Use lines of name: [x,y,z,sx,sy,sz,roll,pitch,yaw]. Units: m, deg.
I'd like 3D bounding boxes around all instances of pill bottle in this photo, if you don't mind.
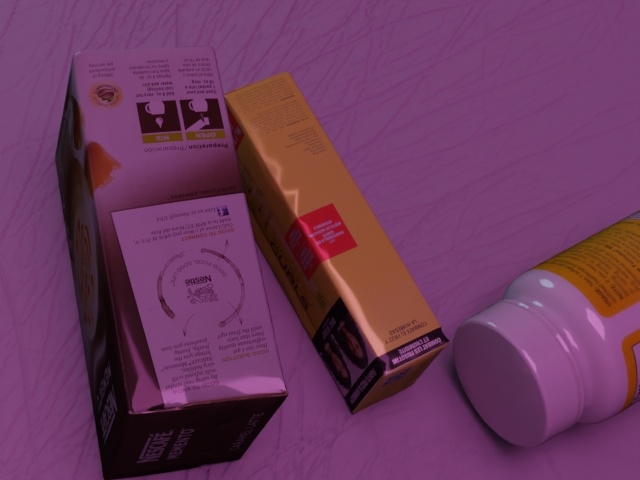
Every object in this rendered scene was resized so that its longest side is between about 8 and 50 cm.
pill bottle: [0.206,0.057,0.940,0.208,0.119,0.119,-25,73,-25]

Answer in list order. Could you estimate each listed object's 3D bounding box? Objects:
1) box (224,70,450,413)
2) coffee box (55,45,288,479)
box: [0.000,0.000,0.931,0.058,0.087,0.232,-22,73,-24]
coffee box: [-0.106,0.014,0.863,0.098,0.141,0.246,-5,65,-18]
